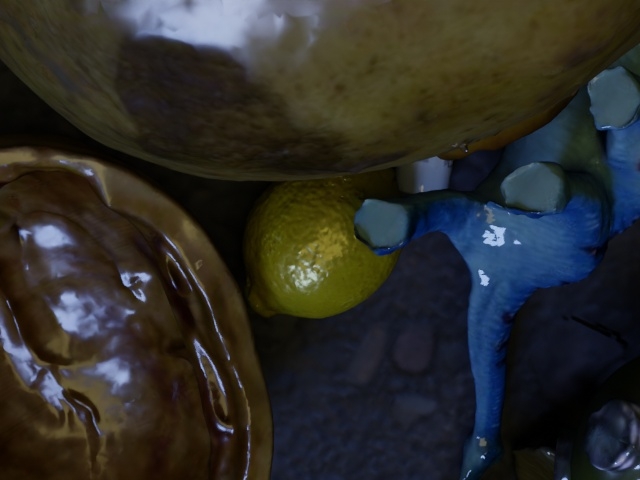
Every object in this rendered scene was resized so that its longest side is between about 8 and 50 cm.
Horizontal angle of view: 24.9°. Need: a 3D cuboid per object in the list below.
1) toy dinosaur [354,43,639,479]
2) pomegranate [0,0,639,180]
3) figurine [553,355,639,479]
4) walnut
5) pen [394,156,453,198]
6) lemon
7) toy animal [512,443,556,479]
[{"bbox_3d":[0.102,-0.038,0.571,0.144,0.076,0.329,8,110,-55],"label":"toy dinosaur"},{"bbox_3d":[0.001,-0.145,0.438,0.281,0.281,0.281,-2,108,-7],"label":"pomegranate"},{"bbox_3d":[0.182,0.051,0.594,0.141,0.166,0.250,21,74,-2],"label":"figurine"},{"bbox_3d":[-0.111,0.053,0.580,0.167,0.087,0.211,-22,111,-7],"label":"walnut"},{"bbox_3d":[0.052,-0.115,0.583,0.025,0.025,0.204,4,106,-9],"label":"pen"},{"bbox_3d":[0.000,0.000,0.591,0.083,0.062,0.062,-43,108,7],"label":"lemon"},{"bbox_3d":[0.093,0.213,0.657,0.186,0.094,0.214,38,107,-9],"label":"toy animal"}]
